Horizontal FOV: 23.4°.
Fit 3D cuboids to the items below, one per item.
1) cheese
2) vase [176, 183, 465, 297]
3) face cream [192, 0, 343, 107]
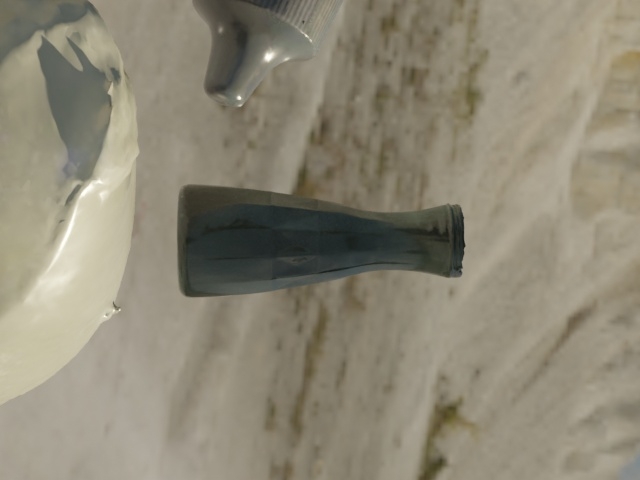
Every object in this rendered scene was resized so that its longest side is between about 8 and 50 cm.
[{"bbox_3d":[-0.154,-0.009,0.526,0.189,0.198,0.154,172,-96,-86],"label":"cheese"},{"bbox_3d":[0.000,0.000,1.166,0.086,0.214,0.086,180,-90,-88],"label":"vase"},{"bbox_3d":[0.010,-0.209,0.803,0.092,0.092,0.311,76,38,-77],"label":"face cream"}]
